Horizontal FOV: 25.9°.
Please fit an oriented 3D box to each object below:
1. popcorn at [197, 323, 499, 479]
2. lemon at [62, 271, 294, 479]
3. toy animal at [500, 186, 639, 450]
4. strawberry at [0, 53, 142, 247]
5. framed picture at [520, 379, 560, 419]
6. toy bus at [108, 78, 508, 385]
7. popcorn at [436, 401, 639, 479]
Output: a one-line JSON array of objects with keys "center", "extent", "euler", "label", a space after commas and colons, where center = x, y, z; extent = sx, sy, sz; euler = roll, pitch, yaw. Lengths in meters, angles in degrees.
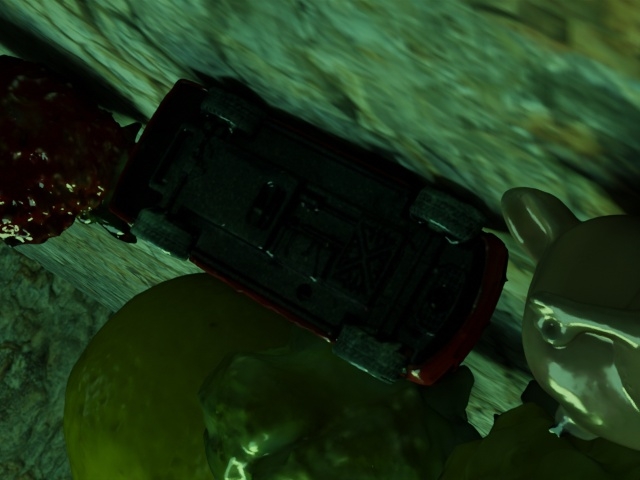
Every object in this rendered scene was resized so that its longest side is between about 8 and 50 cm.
[{"center": [0.022, 0.105, 0.811], "extent": [0.198, 0.212, 0.198], "euler": [7, -175, -1], "label": "popcorn"}, {"center": [-0.054, 0.151, 1.033], "extent": [0.284, 0.260, 0.260], "euler": [35, 171, 13], "label": "lemon"}, {"center": [0.120, 0.032, 0.439], "extent": [0.150, 0.089, 0.083], "euler": [26, 147, 52], "label": "toy animal"}, {"center": [-0.188, -0.069, 0.840], "extent": [0.140, 0.085, 0.192], "euler": [-17, -132, -43], "label": "strawberry"}, {"center": [0.244, 0.186, 0.917], "extent": [0.213, 0.016, 0.289], "euler": [29, 169, 24], "label": "framed picture"}, {"center": [0.000, 0.000, 0.636], "extent": [0.195, 0.081, 0.089], "euler": [27, 178, 31], "label": "toy bus"}, {"center": [0.162, 0.181, 0.633], "extent": [0.286, 0.173, 0.225], "euler": [28, -177, 33], "label": "popcorn"}]
